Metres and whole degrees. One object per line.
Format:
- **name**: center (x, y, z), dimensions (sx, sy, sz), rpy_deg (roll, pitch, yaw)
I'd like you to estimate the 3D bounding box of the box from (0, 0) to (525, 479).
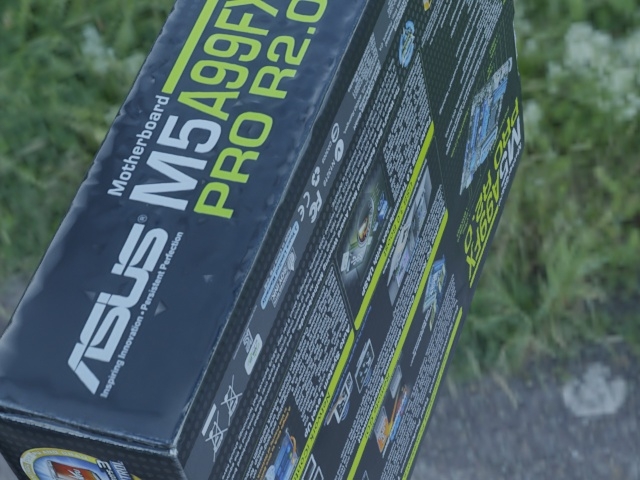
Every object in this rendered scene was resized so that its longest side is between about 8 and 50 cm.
- **box**: center (0.000, 0.000, 0.531), dimensions (0.060, 0.216, 0.270), rpy_deg (12, 58, 18)
